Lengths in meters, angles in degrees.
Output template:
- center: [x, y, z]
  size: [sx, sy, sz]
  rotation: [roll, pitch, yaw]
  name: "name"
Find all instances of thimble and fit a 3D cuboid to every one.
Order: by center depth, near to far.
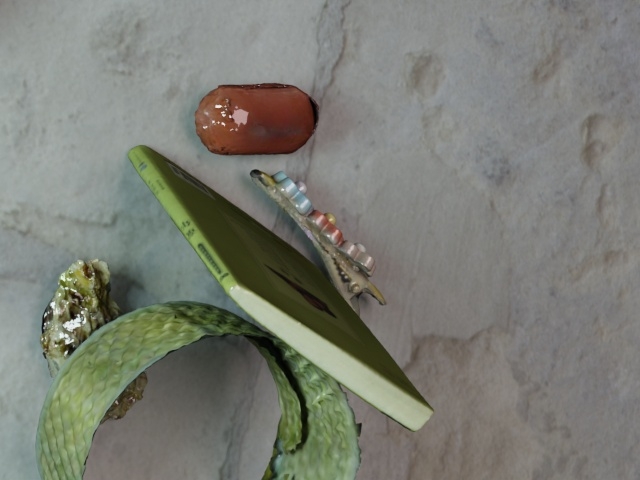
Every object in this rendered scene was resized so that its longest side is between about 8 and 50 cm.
- center: [-0.115, 0.195, 1.550]
  size: [0.270, 0.150, 0.271]
  rotation: [-7, 105, -26]
  name: "thimble"

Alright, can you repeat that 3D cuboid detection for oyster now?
- center: [-0.216, 0.097, 1.592]
  size: [0.108, 0.053, 0.166]
  rotation: [-32, 112, -26]
  name: "oyster"

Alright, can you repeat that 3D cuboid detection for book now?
- center: [-0.047, 0.034, 1.576]
  size: [0.239, 0.352, 0.035]
  rotation: [36, 97, -29]
  name: "book"

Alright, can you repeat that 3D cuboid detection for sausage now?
- center: [-0.063, -0.122, 1.727]
  size: [0.141, 0.076, 0.076]
  rotation: [-1, 86, -39]
  name: "sausage"

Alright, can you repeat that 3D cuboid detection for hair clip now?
- center: [0.005, -0.004, 1.777]
  size: [0.056, 0.062, 0.214]
  rotation: [-39, 116, -10]
  name: "hair clip"
